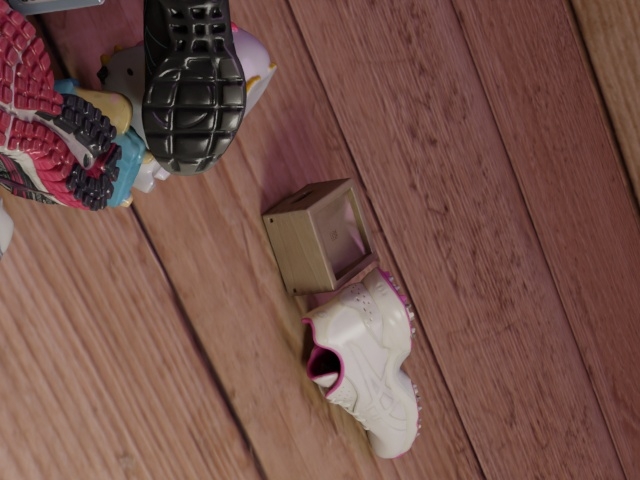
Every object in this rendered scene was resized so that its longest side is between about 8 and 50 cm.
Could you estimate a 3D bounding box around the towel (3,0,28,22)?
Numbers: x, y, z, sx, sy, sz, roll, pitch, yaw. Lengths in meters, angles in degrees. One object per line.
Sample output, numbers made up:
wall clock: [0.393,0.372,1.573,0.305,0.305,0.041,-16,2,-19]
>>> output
towel: [-0.345,-0.282,1.609,0.187,0.049,0.282,9,72,-65]

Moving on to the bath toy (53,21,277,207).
bath toy: [-0.163,-0.163,1.863,0.129,0.151,0.348,36,30,7]

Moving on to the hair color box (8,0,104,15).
hair color box: [-0.285,-0.404,1.559,0.374,0.114,0.185,59,43,-36]

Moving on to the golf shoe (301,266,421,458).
golf shoe: [0.047,0.169,2.204,0.115,0.140,0.306,51,-23,46]

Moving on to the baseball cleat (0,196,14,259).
baseball cleat: [-0.336,-0.028,1.504,0.206,0.072,0.109,45,48,-44]

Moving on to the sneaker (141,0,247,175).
sneaker: [-0.123,-0.195,1.692,0.106,0.101,0.267,-111,-157,-67]

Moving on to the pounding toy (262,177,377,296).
pounding toy: [0.000,0.000,2.184,0.141,0.100,0.130,-37,114,-50]

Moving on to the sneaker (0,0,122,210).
sneaker: [-0.291,-0.112,1.548,0.299,0.112,0.121,56,42,-53]
